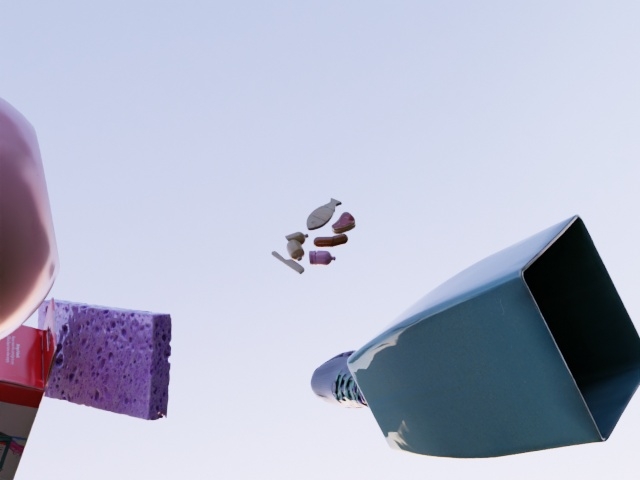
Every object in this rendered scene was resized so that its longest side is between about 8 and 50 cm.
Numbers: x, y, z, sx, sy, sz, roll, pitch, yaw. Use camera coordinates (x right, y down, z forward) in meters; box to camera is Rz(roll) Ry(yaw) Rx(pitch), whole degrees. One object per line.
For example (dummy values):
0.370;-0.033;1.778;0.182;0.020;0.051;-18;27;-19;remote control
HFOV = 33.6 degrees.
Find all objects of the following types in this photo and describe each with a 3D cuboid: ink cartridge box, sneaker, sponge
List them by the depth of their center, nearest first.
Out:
-0.365;0.181;1.194;0.078;0.134;0.231;15;-70;-22;ink cartridge box
-0.252;0.133;1.216;0.031;0.210;0.117;3;-90;-50;sponge
0.057;0.193;1.450;0.098;0.224;0.083;0;-95;-50;sneaker

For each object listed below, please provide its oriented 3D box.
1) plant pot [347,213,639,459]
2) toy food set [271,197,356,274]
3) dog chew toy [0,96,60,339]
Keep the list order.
0.156;0.109;1.019;0.234;0.165;0.165;-23;6;36;plant pot
0.000;0.000;1.356;0.122;0.078;0.019;-39;-38;-24;toy food set
-0.360;-0.003;0.746;0.332;0.206;0.206;-10;-52;-15;dog chew toy
